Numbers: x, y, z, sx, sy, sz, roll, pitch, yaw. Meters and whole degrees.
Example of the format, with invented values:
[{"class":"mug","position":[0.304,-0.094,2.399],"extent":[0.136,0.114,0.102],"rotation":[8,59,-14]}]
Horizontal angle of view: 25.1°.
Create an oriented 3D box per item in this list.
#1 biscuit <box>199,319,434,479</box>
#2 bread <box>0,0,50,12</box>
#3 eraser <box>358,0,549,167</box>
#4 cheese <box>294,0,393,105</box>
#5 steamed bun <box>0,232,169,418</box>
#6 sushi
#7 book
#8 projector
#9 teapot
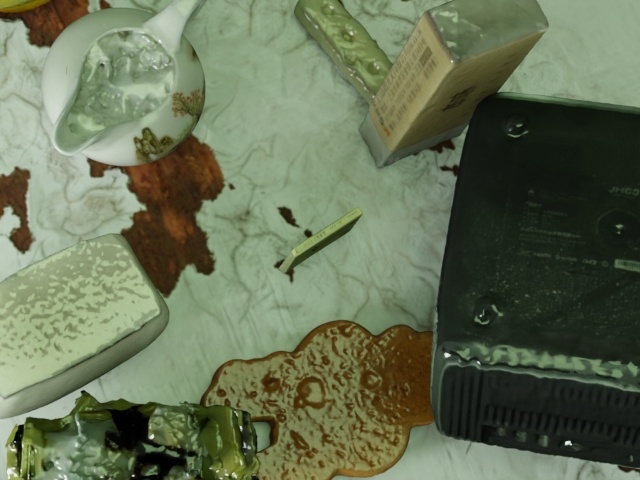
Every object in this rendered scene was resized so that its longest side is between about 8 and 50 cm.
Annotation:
[{"class":"biscuit","position":[0.017,0.207,1.797],"extent":[0.334,0.047,0.202],"rotation":[-21,82,-17]},{"class":"bread","position":[-0.414,-0.411,1.772],"extent":[0.270,0.148,0.269],"rotation":[0,104,1]},{"class":"eraser","position":[0.156,-0.201,1.787],"extent":[0.144,0.343,0.078],"rotation":[-24,78,-19]},{"class":"cheese","position":[0.041,-0.260,1.932],"extent":[0.065,0.043,0.194],"rotation":[-37,81,-25]},{"class":"steamed bun","position":[-0.309,0.102,1.676],"extent":[0.242,0.164,0.146],"rotation":[-29,82,-19]},{"class":"sushi","position":[-0.216,0.234,1.666],"extent":[0.291,0.131,0.139],"rotation":[-3,79,-8]},{"class":"book","position":[0.000,-0.001,1.833],"extent":[0.111,0.077,0.014],"rotation":[-33,82,-20]},{"class":"projector","position":[0.346,0.047,1.740],"extent":[0.395,0.242,0.405],"rotation":[9,58,7]},{"class":"teapot","position":[-0.238,-0.205,1.795],"extent":[0.204,0.139,0.298],"rotation":[32,70,-2]}]
